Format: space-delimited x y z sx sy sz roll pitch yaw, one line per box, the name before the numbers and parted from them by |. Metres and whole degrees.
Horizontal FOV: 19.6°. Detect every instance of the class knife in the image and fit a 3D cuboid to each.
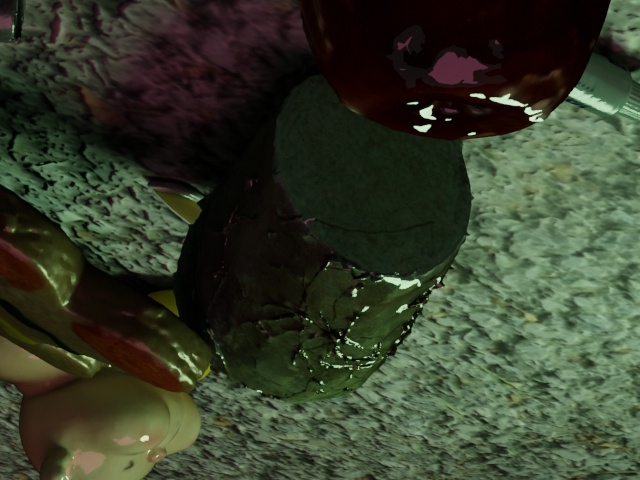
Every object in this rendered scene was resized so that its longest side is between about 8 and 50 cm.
knife | -0.108 -0.012 1.968 0.046 0.022 0.256 -6 157 27

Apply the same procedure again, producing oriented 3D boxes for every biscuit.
biscuit | -0.299 0.048 1.793 0.368 0.076 0.394 41 160 -32

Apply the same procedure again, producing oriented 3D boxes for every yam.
yam | 0.000 0.000 1.728 0.241 0.241 0.348 7 155 -15

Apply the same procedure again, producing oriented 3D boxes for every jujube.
jujube | 0.078 -0.222 1.053 0.223 0.318 0.223 2 167 0

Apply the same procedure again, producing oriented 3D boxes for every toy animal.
toy animal | -0.248 0.176 2.139 0.278 0.246 0.345 -8 156 16

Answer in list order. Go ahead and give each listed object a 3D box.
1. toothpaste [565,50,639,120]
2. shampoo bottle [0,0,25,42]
toothpaste | 0.166 -0.162 1.562 0.297 0.048 0.075 20 151 -33
shampoo bottle | -0.344 -0.193 1.467 0.214 0.072 0.072 2 158 -4
